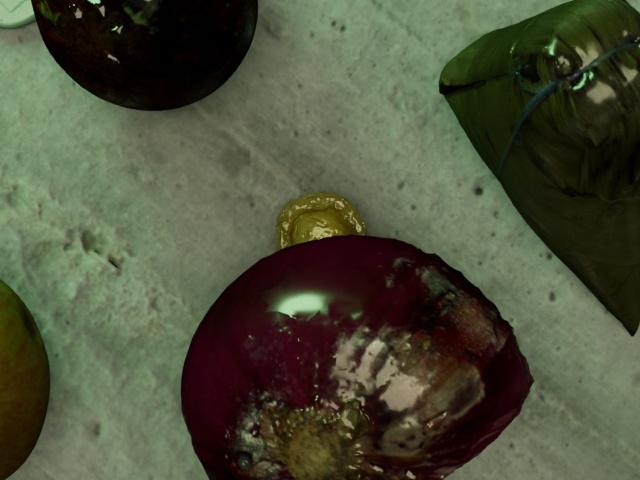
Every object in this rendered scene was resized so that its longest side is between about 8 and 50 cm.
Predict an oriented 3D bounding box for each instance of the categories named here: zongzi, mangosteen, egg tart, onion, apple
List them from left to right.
[{"bbox_3d":[-0.397,0.140,1.612,0.264,0.264,0.264,0,92,-2],"label":"apple"},{"bbox_3d":[-0.156,-0.269,1.641,0.231,0.231,0.289,33,55,-3],"label":"mangosteen"},{"bbox_3d":[0.000,0.000,1.721,0.105,0.039,0.105,0,92,-2],"label":"egg tart"},{"bbox_3d":[0.019,0.122,1.602,0.337,0.282,0.260,-31,95,31],"label":"onion"},{"bbox_3d":[0.281,-0.055,1.597,0.160,0.323,0.360,-28,96,-9],"label":"zongzi"}]

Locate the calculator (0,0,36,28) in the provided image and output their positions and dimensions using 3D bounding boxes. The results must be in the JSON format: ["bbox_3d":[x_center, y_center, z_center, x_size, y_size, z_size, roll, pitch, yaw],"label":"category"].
[{"bbox_3d":[-0.300,-0.287,1.711,0.153,0.021,0.095,-42,93,3],"label":"calculator"}]
